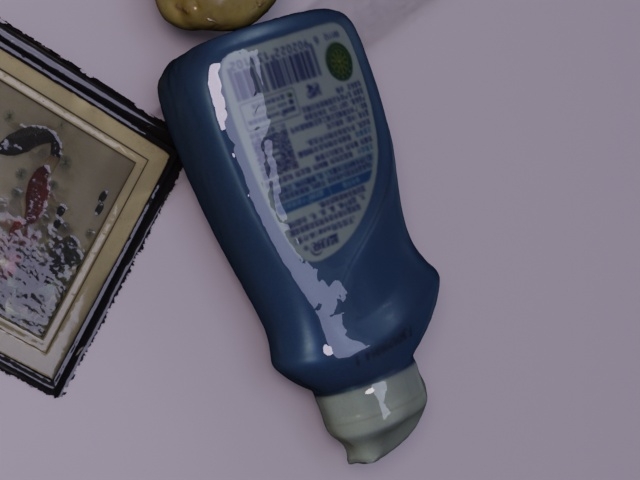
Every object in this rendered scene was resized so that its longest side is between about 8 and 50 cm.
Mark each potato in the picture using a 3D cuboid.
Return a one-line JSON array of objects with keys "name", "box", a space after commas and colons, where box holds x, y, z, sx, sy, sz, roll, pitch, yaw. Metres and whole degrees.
[{"name": "potato", "box": [-0.063, -0.193, 0.810, 0.091, 0.070, 0.138, 15, 69, 4]}]

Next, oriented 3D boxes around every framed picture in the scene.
[{"name": "framed picture", "box": [-0.199, -0.031, 0.755, 0.199, 0.010, 0.195, 32, 69, -19]}]

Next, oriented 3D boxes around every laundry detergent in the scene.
[{"name": "laundry detergent", "box": [0.000, 0.000, 0.811, 0.143, 0.094, 0.290, -21, 95, -38]}]
